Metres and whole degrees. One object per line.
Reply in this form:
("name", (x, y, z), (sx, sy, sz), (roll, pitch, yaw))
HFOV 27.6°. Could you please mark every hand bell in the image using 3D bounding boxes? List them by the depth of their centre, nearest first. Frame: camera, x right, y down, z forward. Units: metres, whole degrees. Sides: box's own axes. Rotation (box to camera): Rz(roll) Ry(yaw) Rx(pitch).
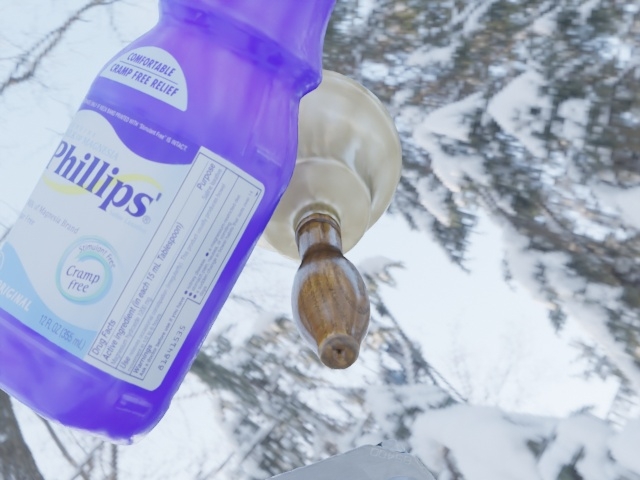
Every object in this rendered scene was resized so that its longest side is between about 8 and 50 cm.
("hand bell", (0.000, 0.000, 0.711), (0.126, 0.242, 0.126), (-2, -66, -5))

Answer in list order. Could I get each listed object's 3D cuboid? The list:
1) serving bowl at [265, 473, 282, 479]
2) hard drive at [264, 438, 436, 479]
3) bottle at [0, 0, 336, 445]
("serving bowl", (-0.026, 0.231, 1.057), (0.083, 0.027, 0.083), (-2, -99, 11))
("hard drive", (0.020, 0.235, 0.533), (0.237, 0.339, 0.064), (-15, -52, -25))
("bottle", (-0.074, -0.042, 0.665), (0.092, 0.118, 0.283), (32, -94, -51))
